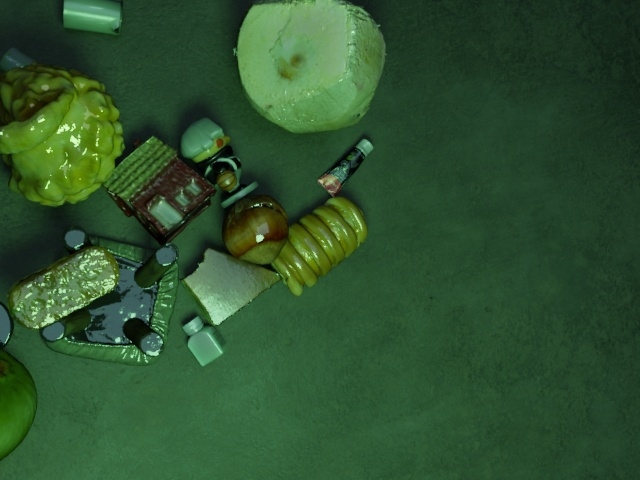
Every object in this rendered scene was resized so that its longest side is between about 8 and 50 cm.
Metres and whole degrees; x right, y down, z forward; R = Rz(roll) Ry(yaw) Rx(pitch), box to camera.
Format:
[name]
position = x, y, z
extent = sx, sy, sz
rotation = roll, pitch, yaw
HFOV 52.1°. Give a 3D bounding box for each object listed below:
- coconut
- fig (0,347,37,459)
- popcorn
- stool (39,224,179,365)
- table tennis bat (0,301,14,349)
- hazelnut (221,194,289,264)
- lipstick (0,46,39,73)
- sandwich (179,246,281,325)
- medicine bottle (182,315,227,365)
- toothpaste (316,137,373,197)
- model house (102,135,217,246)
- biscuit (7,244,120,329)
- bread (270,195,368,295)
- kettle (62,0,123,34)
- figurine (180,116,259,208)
[coconut]
position = -0.015, -0.475, 1.774
extent = 0.404, 0.404, 0.405
rotation = 2, 82, -17
[fig]
position = -0.802, 0.387, 1.444
extent = 0.316, 0.316, 0.316
rotation = 2, 82, -17
[popcorn]
position = -0.645, -0.244, 1.519
extent = 0.349, 0.381, 0.349
rotation = 3, 100, 19
[stool]
position = -0.506, 0.141, 1.593
extent = 0.310, 0.226, 0.310
rotation = 11, 79, -14
[table tennis bat]
position = -0.866, 0.219, 1.573
extent = 0.236, 0.027, 0.150
rotation = -12, 86, -20
[hazelnut]
position = -0.163, -0.027, 1.701
extent = 0.182, 0.182, 0.182
rotation = 2, 82, -17
[lipstick]
position = -0.675, -0.379, 1.692
extent = 0.304, 0.076, 0.076
rotation = 33, 74, -10
[sandwich]
position = -0.245, 0.094, 1.740
extent = 0.220, 0.108, 0.186
rotation = -35, 94, -17
[medicine bottle]
position = -0.308, 0.259, 1.714
extent = 0.074, 0.055, 0.118
rotation = -35, 94, 15
[toothpaste]
position = 0.078, -0.215, 1.922
extent = 0.071, 0.045, 0.193
rotation = 45, 78, -7
[model house]
position = -0.427, -0.134, 1.692
extent = 0.254, 0.160, 0.196
rotation = 44, 72, 1
[biscuit]
position = -0.567, 0.102, 1.450
extent = 0.247, 0.029, 0.118
rotation = -29, 97, -19
[bread]
position = 0.000, 0.000, 1.823
extent = 0.311, 0.121, 0.173
rotation = -40, 92, -17
[kettle]
position = -0.605, -0.608, 1.746
extent = 0.148, 0.127, 0.098
rotation = 4, 113, -19
[figurine]
position = -0.278, -0.211, 1.744
extent = 0.133, 0.176, 0.236
rotation = -33, 97, -3
